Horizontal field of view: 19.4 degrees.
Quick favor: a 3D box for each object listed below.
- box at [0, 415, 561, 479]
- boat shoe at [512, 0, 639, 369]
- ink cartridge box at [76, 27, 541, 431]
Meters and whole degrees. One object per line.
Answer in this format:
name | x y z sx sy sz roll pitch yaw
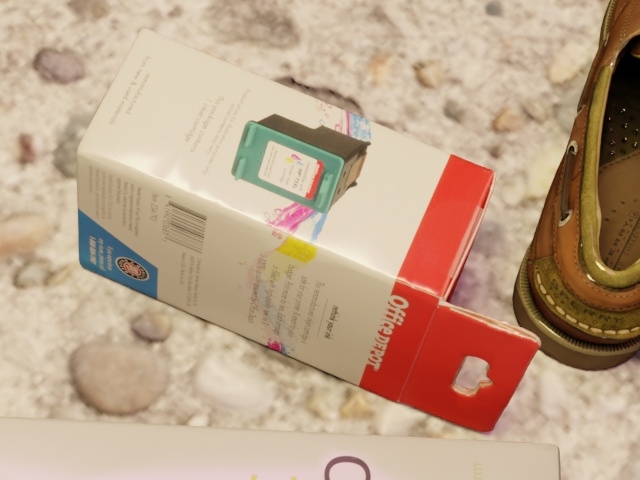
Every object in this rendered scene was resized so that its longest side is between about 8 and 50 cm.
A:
box | -0.047 0.201 0.864 0.322 0.058 0.232 2 65 -4
boat shoe | 0.196 -0.078 0.992 0.110 0.104 0.307 20 65 3
ink cartridge box | 0.000 0.000 0.919 0.231 0.134 0.078 23 65 4
